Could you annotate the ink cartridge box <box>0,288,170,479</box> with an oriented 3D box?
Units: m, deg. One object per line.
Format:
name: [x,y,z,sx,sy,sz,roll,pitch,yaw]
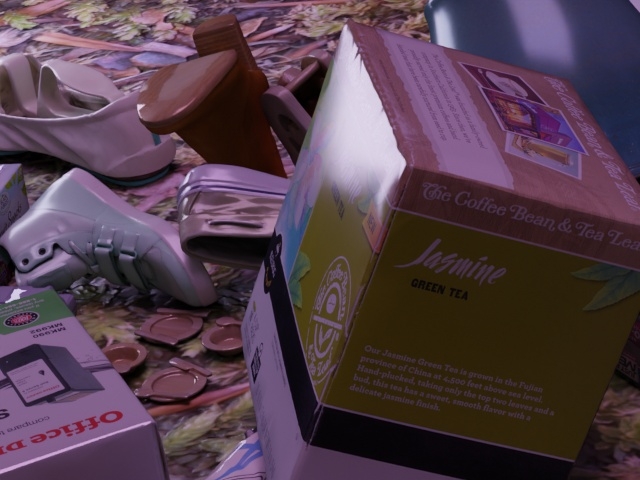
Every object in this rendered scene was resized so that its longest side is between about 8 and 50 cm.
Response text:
ink cartridge box: [-0.273,0.175,1.738,0.211,0.121,0.289,-18,28,-19]

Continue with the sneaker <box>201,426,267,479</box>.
sneaker: [-0.068,0.221,1.651,0.086,0.085,0.237,37,41,21]

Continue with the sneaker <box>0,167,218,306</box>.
sneaker: [-0.228,0.035,2.072,0.256,0.094,0.151,31,63,37]

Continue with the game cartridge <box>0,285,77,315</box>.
game cartridge: [-0.410,0.112,1.989,0.294,0.060,0.196,-1,23,14]

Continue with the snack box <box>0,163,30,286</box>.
snack box: [-0.354,-0.010,2.166,0.037,0.100,0.141,-2,27,12]

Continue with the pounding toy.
pounding toy: [0.044,-0.138,2.151,0.155,0.154,0.269,-43,57,-17]

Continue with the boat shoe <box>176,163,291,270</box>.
boat shoe: [0.000,0.000,2.024,0.302,0.109,0.094,8,55,-3]

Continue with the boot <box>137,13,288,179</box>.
boot: [-0.100,-0.106,2.159,0.104,0.211,0.295,-13,22,17]

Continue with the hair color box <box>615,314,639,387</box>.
hair color box: [0.402,0.016,1.890,0.347,0.105,0.174,-20,28,-22]

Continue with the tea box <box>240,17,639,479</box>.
tea box: [0.092,0.038,1.625,0.220,0.323,0.329,15,22,-14]

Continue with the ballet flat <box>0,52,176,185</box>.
ballet flat: [-0.338,-0.167,2.450,0.400,0.139,0.139,14,33,38]

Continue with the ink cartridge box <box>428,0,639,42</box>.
ink cartridge box: [0.213,-0.165,2.226,0.385,0.091,0.308,-40,37,-23]

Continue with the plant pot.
plant pot: [0.226,-0.146,1.961,0.272,0.255,0.271,-18,-9,-3]

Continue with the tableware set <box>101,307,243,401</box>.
tableware set: [-0.145,0.108,1.957,0.141,0.020,0.169,11,31,34]
